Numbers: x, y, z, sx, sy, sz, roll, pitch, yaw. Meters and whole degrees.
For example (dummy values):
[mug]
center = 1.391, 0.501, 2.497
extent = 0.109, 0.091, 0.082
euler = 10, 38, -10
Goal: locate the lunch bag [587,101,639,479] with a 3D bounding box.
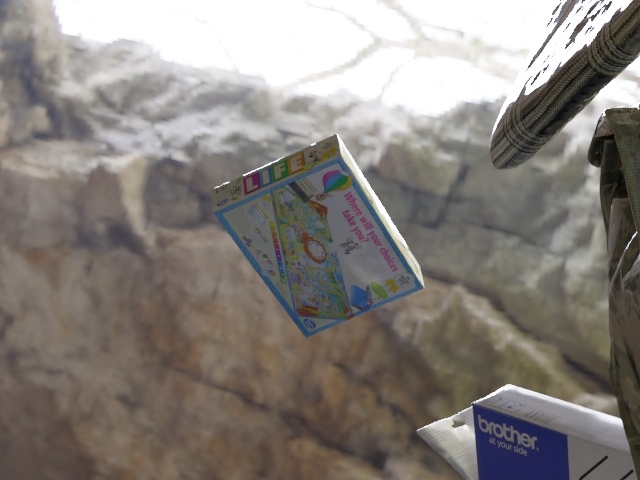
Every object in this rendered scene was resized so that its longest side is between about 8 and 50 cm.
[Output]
[lunch bag]
center = 0.282, 0.012, 0.867
extent = 0.169, 0.235, 0.287
euler = -95, -6, -50

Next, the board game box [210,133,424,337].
[board game box]
center = 0.000, 0.000, 1.131
extent = 0.026, 0.103, 0.154
euler = -99, -18, -47

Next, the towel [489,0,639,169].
[towel]
center = 0.246, -0.231, 1.150
extent = 0.324, 0.056, 0.312
euler = -59, 2, -19

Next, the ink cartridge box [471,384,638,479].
[ink cartridge box]
center = 0.201, 0.177, 1.089
extent = 0.046, 0.207, 0.097
euler = -21, -67, -37

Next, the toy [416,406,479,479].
[toy]
center = 0.200, 0.268, 1.491
extent = 0.137, 0.237, 0.056
euler = -11, -44, -56
